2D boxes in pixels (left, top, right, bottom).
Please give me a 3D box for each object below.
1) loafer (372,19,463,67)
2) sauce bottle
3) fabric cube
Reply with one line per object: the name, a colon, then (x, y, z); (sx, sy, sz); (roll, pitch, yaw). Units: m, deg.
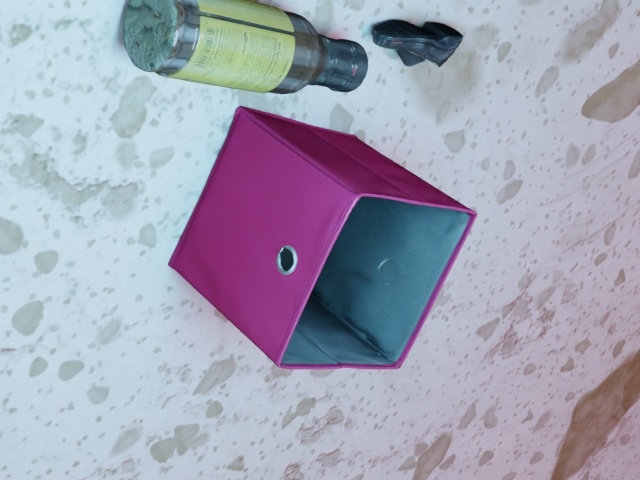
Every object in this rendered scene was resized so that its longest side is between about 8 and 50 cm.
loafer: (0.134, -0.274, 1.666); (0.170, 0.062, 0.061); (-4, 126, -42)
sauce bottle: (-0.078, -0.235, 1.440); (0.344, 0.111, 0.111); (5, 115, -46)
fabric cube: (0.000, 0.000, 1.584); (0.259, 0.258, 0.254); (7, 114, -48)
